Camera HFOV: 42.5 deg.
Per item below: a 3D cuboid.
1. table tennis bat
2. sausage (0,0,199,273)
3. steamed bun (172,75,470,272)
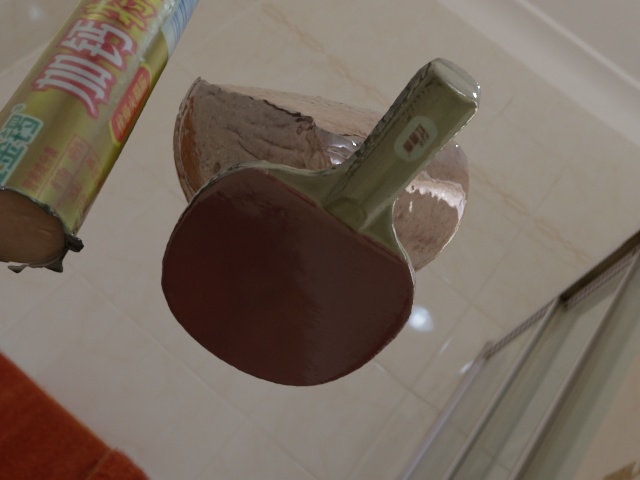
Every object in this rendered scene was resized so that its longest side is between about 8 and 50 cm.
[{"bbox_3d":[0.000,0.000,0.441,0.138,0.022,0.246,35,-50,-8],"label":"table tennis bat"},{"bbox_3d":[-0.133,-0.138,0.560,0.082,0.372,0.082,8,-41,7],"label":"sausage"},{"bbox_3d":[-0.019,-0.052,0.882,0.301,0.251,0.199,27,-70,48],"label":"steamed bun"}]
